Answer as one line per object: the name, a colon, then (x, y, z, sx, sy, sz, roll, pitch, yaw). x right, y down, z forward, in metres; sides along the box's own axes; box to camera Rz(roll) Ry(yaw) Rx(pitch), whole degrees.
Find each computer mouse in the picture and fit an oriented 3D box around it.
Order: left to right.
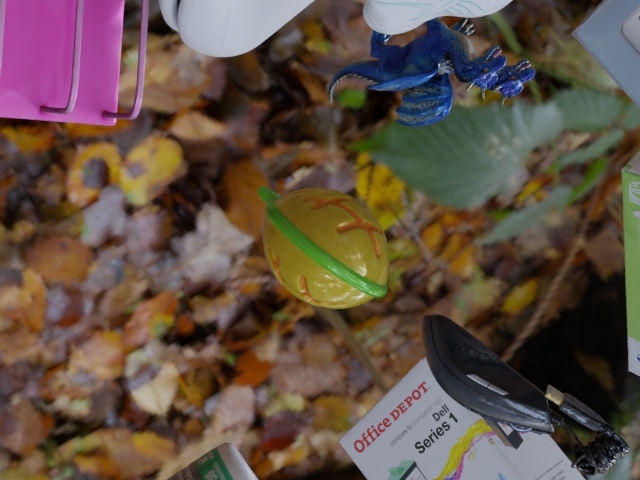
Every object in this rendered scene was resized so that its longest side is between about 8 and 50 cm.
computer mouse: (0.203, 0.170, 1.400, 0.060, 0.262, 0.184, -50, 174, -12)

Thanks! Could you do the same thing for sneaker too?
sneaker: (0.111, -0.219, 1.129, 0.152, 0.053, 0.061, -18, 160, -8)

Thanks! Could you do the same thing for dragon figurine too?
dragon figurine: (0.111, -0.194, 1.575, 0.289, 0.144, 0.085, -17, 140, 27)

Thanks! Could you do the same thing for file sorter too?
file sorter: (-0.322, -0.224, 1.303, 0.291, 0.202, 0.182, 3, -176, -21)

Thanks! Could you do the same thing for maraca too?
maraca: (0.000, 0.000, 1.185, 0.127, 0.185, 0.099, 36, 96, -23)

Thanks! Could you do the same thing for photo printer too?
photo printer: (-0.021, -0.298, 1.241, 0.307, 0.107, 0.256, -40, 177, -8)

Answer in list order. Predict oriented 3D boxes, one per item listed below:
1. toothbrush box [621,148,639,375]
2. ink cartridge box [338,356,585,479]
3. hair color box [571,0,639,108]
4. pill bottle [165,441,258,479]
toothbrush box: (0.384, -0.008, 1.222, 0.206, 0.122, 0.283, -44, 143, -26)
ink cartridge box: (0.186, 0.293, 1.693, 0.117, 0.278, 0.201, -19, 155, -52)
hair color box: (0.295, -0.008, 0.667, 0.113, 0.374, 0.185, -43, 178, 17)
pill bottle: (-0.233, 0.481, 1.984, 0.361, 0.204, 0.204, -33, 156, -6)
